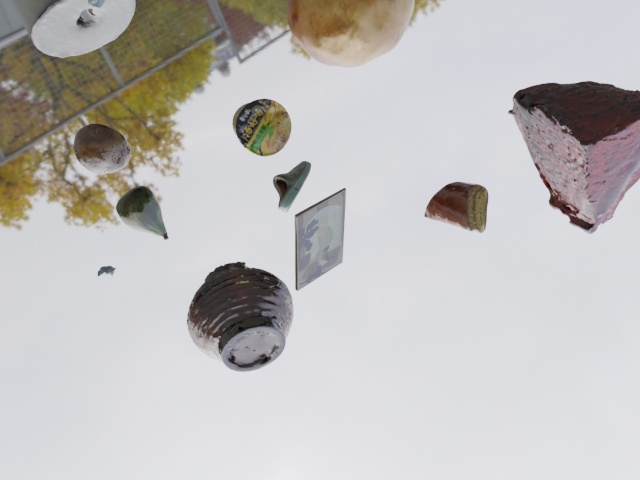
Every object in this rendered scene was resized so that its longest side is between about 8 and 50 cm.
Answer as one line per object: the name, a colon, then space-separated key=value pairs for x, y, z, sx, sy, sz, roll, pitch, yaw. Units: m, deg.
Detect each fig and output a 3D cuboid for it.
fig: x=-0.498 y=-0.069 z=1.906 sx=0.117 sy=0.177 sz=0.117 roll=-23 pitch=-145 yaw=17

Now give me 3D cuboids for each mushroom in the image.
mushroom: x=-0.483 y=-0.204 z=1.480 sx=0.127 sy=0.127 sz=0.087 roll=-13 pitch=-147 yaw=17

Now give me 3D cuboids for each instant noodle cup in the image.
instant noodle cup: x=-0.165 y=-0.308 z=1.783 sx=0.151 sy=0.151 sz=0.122 roll=-29 pitch=-154 yaw=-10

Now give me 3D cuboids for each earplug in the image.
earplug: x=-0.757 y=-0.773 z=1.902 sx=0.313 sy=0.394 sz=0.312 roll=-31 pitch=175 yaw=-3

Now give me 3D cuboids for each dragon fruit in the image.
dragon fruit: x=0.610 y=-0.209 z=1.506 sx=0.228 sy=0.329 sz=0.286 roll=-33 pitch=-138 yaw=-4

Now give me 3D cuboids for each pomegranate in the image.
pomegranate: x=0.085 y=-0.619 z=1.798 sx=0.338 sy=0.338 sz=0.338 roll=-17 pitch=-149 yaw=11

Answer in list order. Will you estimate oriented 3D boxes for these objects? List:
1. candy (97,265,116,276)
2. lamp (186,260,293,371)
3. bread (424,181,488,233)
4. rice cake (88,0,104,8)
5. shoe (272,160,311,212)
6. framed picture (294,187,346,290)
candy: x=-0.490 y=0.072 z=1.531 sx=0.083 sy=0.020 sz=0.030 roll=2 pitch=-120 yaw=52
lamp: x=-0.174 y=0.159 z=1.453 sx=0.247 sy=0.247 sz=0.247 roll=-17 pitch=-149 yaw=11
bread: x=0.318 y=-0.084 z=1.525 sx=0.119 sy=0.067 sz=0.192 roll=-60 pitch=-152 yaw=-4
rice cake: x=-0.511 y=-0.650 z=1.646 sx=0.042 sy=0.030 sz=0.180 roll=31 pitch=-91 yaw=44
shoe: x=-0.084 y=-0.154 z=1.755 sx=0.079 sy=0.078 sz=0.195 roll=-53 pitch=-166 yaw=43
framed picture: x=0.000 y=0.000 z=1.384 sx=0.136 sy=0.200 sz=0.010 roll=-30 pitch=-130 yaw=-32
